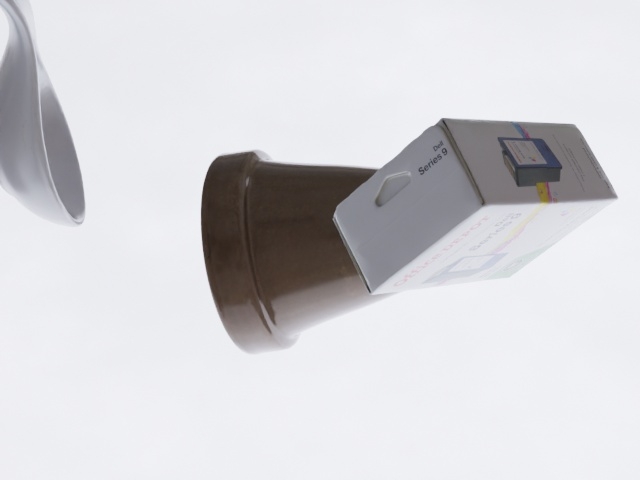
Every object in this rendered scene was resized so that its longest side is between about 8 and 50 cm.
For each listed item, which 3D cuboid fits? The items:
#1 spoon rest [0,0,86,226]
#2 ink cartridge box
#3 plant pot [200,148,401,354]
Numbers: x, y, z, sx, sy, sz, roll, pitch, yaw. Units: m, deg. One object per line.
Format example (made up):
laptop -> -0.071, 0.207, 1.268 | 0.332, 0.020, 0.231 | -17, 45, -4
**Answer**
spoon rest -> -0.224, -0.114, 0.786 | 0.084, 0.276, 0.137 | -18, -126, 5
ink cartridge box -> 0.141, -0.031, 0.993 | 0.212, 0.154, 0.093 | -2, -120, -45
plant pot -> 0.000, 0.000, 1.384 | 0.229, 0.263, 0.263 | -10, -138, 13
